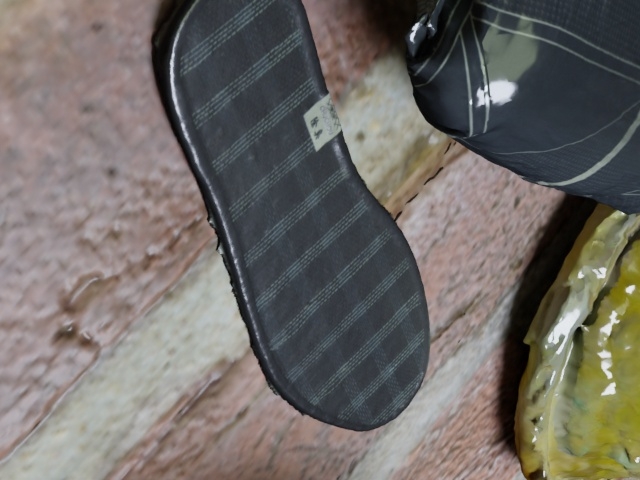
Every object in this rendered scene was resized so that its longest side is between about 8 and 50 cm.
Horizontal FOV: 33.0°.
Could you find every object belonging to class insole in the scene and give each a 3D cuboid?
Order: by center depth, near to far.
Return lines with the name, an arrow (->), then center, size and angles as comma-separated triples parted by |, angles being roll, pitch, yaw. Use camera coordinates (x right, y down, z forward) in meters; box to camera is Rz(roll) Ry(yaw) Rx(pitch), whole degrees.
insole -> 0.000, 0.000, 0.512 | 0.110, 0.012, 0.309 | -43, 139, -21

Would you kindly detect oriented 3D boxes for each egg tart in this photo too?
egg tart -> 0.258, 0.060, 0.759 | 0.315, 0.120, 0.315 | -31, 135, -37

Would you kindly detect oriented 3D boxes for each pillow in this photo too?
pillow -> 0.143, -0.103, 0.547 | 0.335, 0.093, 0.161 | 11, 100, -53
